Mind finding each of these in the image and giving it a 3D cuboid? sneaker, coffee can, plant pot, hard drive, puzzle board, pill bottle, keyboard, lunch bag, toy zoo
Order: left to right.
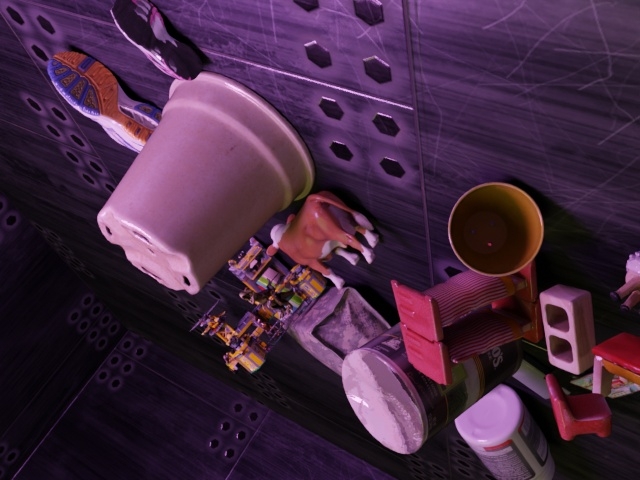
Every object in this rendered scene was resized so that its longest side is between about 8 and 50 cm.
[{"bbox_3d":[-0.446,-0.268,1.386,0.296,0.112,0.131,39,156,-8],"label":"sneaker"},{"bbox_3d":[-0.286,-0.335,1.121,0.178,0.072,0.077,49,163,-16],"label":"sneaker"},{"bbox_3d":[-0.229,-0.085,1.214,0.333,0.305,0.334,28,154,15],"label":"plant pot"},{"bbox_3d":[-0.114,0.169,1.860,0.192,0.030,0.293,29,155,13],"label":"toy zoo"},{"bbox_3d":[0.081,0.249,1.576,0.287,0.169,0.235,45,164,-12],"label":"lunch bag"},{"bbox_3d":[0.206,0.229,1.206,0.201,0.275,0.202,33,137,38],"label":"coffee can"},{"bbox_3d":[0.252,-0.014,0.981,0.134,0.134,0.095,32,180,4],"label":"plant pot"},{"bbox_3d":[0.446,0.477,1.566,0.161,0.161,0.283,7,143,46],"label":"pill bottle"},{"bbox_3d":[0.446,0.281,1.379,0.135,0.022,0.094,34,155,-1],"label":"hard drive"},{"bbox_3d":[0.507,0.253,1.246,0.108,0.023,0.180,21,155,6],"label":"keyboard"},{"bbox_3d":[0.536,0.261,1.199,0.096,0.011,0.128,22,152,-9],"label":"puzzle board"}]

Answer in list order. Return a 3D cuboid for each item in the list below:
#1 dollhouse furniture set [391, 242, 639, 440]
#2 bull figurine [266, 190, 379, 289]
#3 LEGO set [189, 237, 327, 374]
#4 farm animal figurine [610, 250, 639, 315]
[{"bbox_3d":[0.292,0.134,0.934,0.374,0.201,0.152,22,129,62],"label":"dollhouse furniture set"},{"bbox_3d":[0.000,0.000,1.334,0.188,0.101,0.310,32,158,-5],"label":"bull figurine"},{"bbox_3d":[-0.165,0.134,1.566,0.192,0.331,0.255,44,174,-16],"label":"LEGO set"},{"bbox_3d":[0.570,0.145,0.807,0.330,0.172,0.326,56,170,-12],"label":"farm animal figurine"}]
